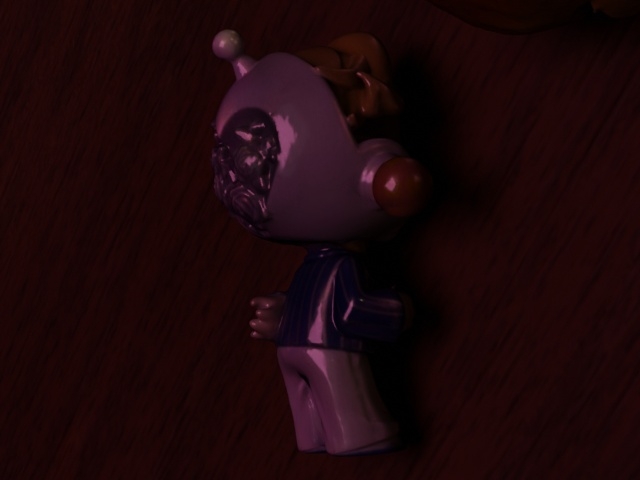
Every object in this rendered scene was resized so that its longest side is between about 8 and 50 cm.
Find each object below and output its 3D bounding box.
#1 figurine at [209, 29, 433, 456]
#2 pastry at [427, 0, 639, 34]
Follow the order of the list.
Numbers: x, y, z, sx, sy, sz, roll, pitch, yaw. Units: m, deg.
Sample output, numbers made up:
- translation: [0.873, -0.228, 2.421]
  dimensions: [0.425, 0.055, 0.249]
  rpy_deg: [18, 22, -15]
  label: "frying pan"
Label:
- translation: [-0.004, 0.004, 1.149]
  dimensions: [0.194, 0.133, 0.274]
  rpy_deg: [-140, 49, -61]
  label: "figurine"
- translation: [0.134, -0.284, 0.978]
  dimensions: [0.356, 0.164, 0.356]
  rpy_deg: [-23, 62, 54]
  label: "pastry"
